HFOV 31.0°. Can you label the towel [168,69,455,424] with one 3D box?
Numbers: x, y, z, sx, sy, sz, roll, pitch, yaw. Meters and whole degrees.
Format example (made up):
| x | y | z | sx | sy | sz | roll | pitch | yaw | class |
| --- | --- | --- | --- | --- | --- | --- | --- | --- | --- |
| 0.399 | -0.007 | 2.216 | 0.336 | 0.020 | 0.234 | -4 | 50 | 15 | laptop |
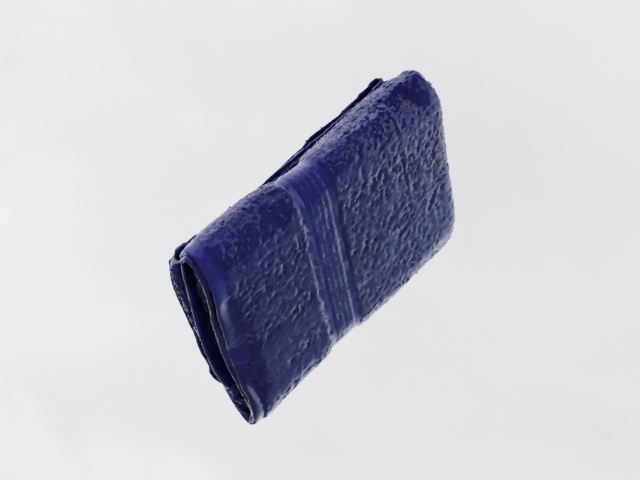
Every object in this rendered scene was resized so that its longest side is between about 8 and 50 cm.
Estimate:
| x | y | z | sx | sy | sz | roll | pitch | yaw | class |
| --- | --- | --- | --- | --- | --- | --- | --- | --- | --- |
| 0.000 | 0.000 | 1.081 | 0.076 | 0.308 | 0.227 | 30 | -32 | 35 | towel |
